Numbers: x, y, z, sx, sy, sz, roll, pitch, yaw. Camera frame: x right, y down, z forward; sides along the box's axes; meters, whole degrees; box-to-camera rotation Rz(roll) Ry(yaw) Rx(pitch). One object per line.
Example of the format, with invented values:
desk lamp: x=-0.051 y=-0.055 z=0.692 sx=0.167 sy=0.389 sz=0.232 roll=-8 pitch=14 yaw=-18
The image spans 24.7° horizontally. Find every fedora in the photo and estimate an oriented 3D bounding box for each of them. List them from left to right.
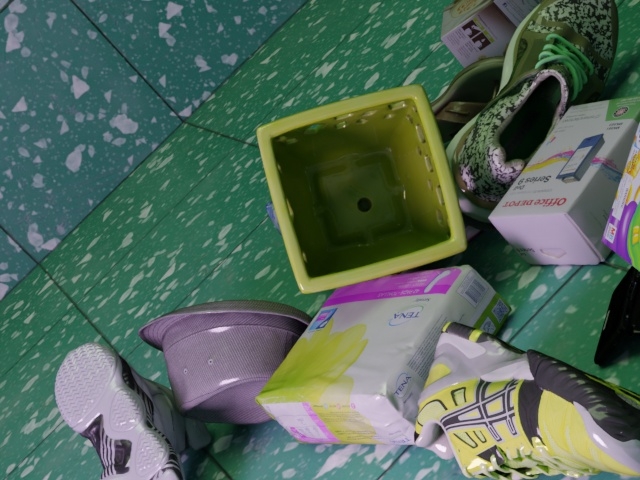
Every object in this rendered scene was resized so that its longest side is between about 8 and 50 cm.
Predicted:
fedora: x=-0.123 y=0.181 z=2.025 sx=0.275 sy=0.243 sz=0.124 roll=-17 pitch=59 yaw=33

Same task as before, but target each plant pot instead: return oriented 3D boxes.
plant pot: x=0.052 y=-0.059 z=1.924 sx=0.227 sy=0.228 sz=0.207 roll=-15 pitch=-4 yaw=-1

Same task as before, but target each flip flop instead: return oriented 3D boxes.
flip flop: x=0.215 y=-0.189 z=2.273 sx=0.277 sy=0.112 sz=0.080 roll=-31 pitch=49 yaw=22

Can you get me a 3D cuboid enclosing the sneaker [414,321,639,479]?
sneaker: x=0.222 y=0.192 z=1.476 sx=0.147 sy=0.145 sz=0.384 roll=-66 pitch=21 yaw=-4

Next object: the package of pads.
package of pads: x=0.070 y=0.150 z=1.840 sx=0.296 sy=0.101 sz=0.229 roll=-12 pitch=36 yaw=55

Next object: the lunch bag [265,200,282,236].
lunch bag: x=0.000 y=0.000 z=2.201 sx=0.096 sy=0.151 sz=0.129 roll=-30 pitch=20 yaw=-8

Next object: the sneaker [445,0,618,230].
sneaker: x=0.315 y=-0.202 z=1.974 sx=0.410 sy=0.158 sz=0.182 roll=-59 pitch=6 yaw=-21

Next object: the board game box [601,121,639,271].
board game box: x=0.404 y=-0.010 z=1.413 sx=0.275 sy=0.142 sz=0.144 roll=-124 pitch=48 yaw=-70

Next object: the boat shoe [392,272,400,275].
boat shoe: x=0.101 y=-0.038 z=2.170 sx=0.102 sy=0.108 sz=0.301 roll=-37 pitch=28 yaw=11

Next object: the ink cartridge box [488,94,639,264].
ink cartridge box: x=0.333 y=-0.074 z=1.819 sx=0.212 sy=0.093 sz=0.154 roll=-52 pitch=23 yaw=-21

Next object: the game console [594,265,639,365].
game console: x=0.358 y=0.079 z=1.581 sx=0.122 sy=0.071 sz=0.107 roll=-62 pitch=-2 yaw=-44

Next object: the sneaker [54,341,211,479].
sneaker: x=-0.225 y=0.313 z=2.022 sx=0.137 sy=0.210 sz=0.366 roll=-39 pitch=55 yaw=11

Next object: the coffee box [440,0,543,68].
coffee box: x=0.331 y=-0.403 z=2.472 sx=0.246 sy=0.098 sz=0.141 roll=-33 pitch=22 yaw=25

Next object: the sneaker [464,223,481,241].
sneaker: x=0.209 y=-0.074 z=2.070 sx=0.063 sy=0.075 sz=0.170 roll=-28 pitch=24 yaw=34
